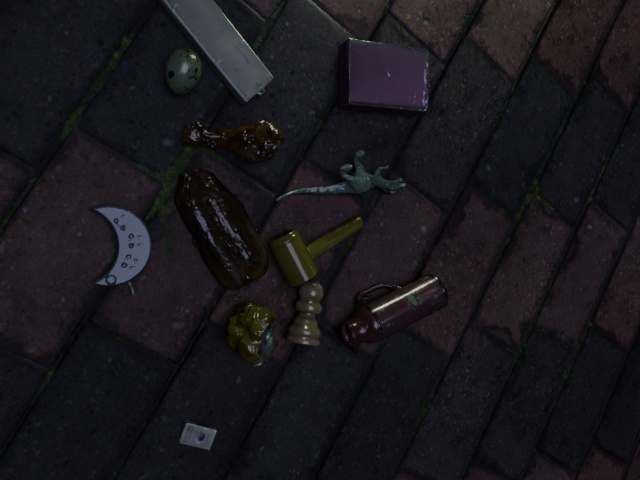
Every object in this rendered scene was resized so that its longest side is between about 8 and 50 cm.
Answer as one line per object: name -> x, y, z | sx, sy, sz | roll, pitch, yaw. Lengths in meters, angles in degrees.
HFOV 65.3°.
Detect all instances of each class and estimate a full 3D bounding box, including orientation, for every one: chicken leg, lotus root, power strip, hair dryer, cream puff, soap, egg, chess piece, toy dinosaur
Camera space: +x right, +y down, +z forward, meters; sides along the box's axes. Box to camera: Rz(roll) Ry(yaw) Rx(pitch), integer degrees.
chicken leg -> -0.214, -0.252, 1.246 | 0.251, 0.087, 0.108 | 3, 70, -17
lotus root -> -0.239, -0.031, 1.242 | 0.167, 0.078, 0.330 | -35, 105, -20
power strip -> -0.464, 0.025, 1.165 | 0.137, 0.044, 0.216 | -3, 93, -24
hair dryer -> 0.000, 0.000, 1.350 | 0.278, 0.090, 0.135 | -32, 102, -25
cream puff -> -0.177, 0.232, 1.254 | 0.121, 0.156, 0.156 | -32, 105, -35
soap -> 0.175, -0.450, 1.397 | 0.259, 0.081, 0.181 | -2, 92, -22
egg -> -0.326, -0.399, 1.183 | 0.085, 0.085, 0.110 | 15, 98, -23
power strip -> -0.265, -0.506, 1.226 | 0.106, 0.043, 0.367 | -45, 108, -15
chess piece -> -0.033, 0.193, 1.341 | 0.094, 0.094, 0.171 | 16, 79, -23
toy dinosaur -> 0.064, -0.180, 1.362 | 0.382, 0.076, 0.130 | -1, 117, -17

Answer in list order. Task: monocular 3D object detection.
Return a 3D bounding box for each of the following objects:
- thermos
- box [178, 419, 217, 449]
thermos -> 0.196, 0.196, 1.420 | 0.330, 0.109, 0.137 | -23, 102, -20
box -> -0.311, 0.492, 1.264 | 0.083, 0.024, 0.054 | 24, 81, -21
